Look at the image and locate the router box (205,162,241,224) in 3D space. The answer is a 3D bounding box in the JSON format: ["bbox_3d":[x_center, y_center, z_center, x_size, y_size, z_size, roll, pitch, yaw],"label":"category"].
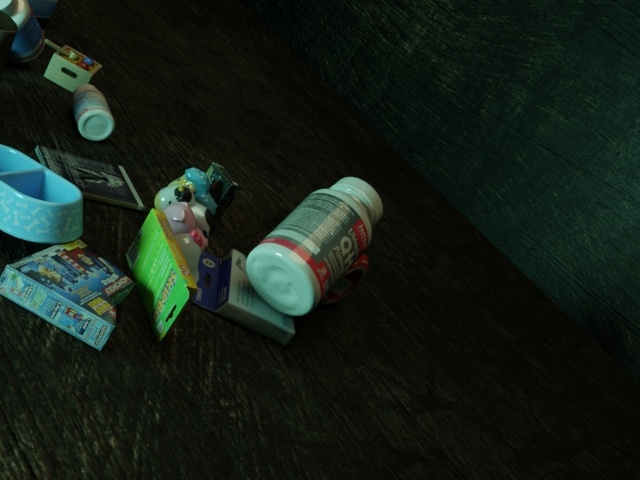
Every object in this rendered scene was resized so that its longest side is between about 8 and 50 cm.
[{"bbox_3d":[-0.258,-0.113,1.902,0.092,0.122,0.038,48,22,29],"label":"router box"}]

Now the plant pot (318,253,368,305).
[{"bbox_3d":[0.010,0.043,1.871,0.174,0.191,0.191,48,26,23],"label":"plant pot"}]

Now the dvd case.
[{"bbox_3d":[-0.508,-0.137,1.740,0.221,0.018,0.164,12,30,-42],"label":"dvd case"}]

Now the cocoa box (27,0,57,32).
[{"bbox_3d":[-0.900,-0.716,2.089,0.347,0.228,0.231,40,23,14],"label":"cocoa box"}]

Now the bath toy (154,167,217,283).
[{"bbox_3d":[-0.293,-0.033,1.685,0.151,0.129,0.348,28,24,-16],"label":"bath toy"}]

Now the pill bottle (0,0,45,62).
[{"bbox_3d":[-0.767,-0.543,1.930,0.124,0.124,0.221,37,-15,6],"label":"pill bottle"}]

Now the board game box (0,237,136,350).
[{"bbox_3d":[-0.413,0.093,1.348,0.194,0.060,0.194,37,22,6],"label":"board game box"}]

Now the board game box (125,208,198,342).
[{"bbox_3d":[-0.301,0.064,1.477,0.039,0.124,0.259,18,27,-36],"label":"board game box"}]

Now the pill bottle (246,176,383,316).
[{"bbox_3d":[0.000,0.000,1.677,0.176,0.176,0.318,37,52,7],"label":"pill bottle"}]

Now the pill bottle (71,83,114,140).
[{"bbox_3d":[-0.567,-0.321,1.940,0.087,0.087,0.160,16,28,-38],"label":"pill bottle"}]

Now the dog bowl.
[{"bbox_3d":[-0.558,-0.095,1.435,0.297,0.074,0.166,30,22,20],"label":"dog bowl"}]

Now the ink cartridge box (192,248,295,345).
[{"bbox_3d":[-0.161,0.106,1.692,0.223,0.045,0.223,26,24,-18],"label":"ink cartridge box"}]

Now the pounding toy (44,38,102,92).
[{"bbox_3d":[-0.666,-0.469,2.083,0.141,0.100,0.130,29,22,-13],"label":"pounding toy"}]

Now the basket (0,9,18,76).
[{"bbox_3d":[-0.732,-0.371,1.625,0.154,0.227,0.204,28,24,-16],"label":"basket"}]
